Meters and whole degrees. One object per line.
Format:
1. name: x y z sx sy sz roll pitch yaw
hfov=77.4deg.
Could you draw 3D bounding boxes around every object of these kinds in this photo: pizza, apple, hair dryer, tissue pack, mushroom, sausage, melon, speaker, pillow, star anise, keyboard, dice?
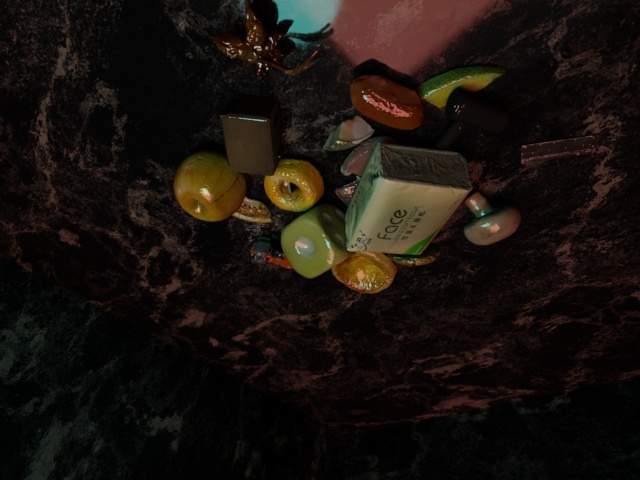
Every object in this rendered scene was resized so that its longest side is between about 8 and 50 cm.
1. pizza: -0.329 -0.140 1.740 0.271 0.056 0.134 26 143 -15
2. apple: -0.424 -0.207 1.547 0.286 0.232 0.286 14 149 9
3. hair dryer: 0.459 -0.369 1.314 0.197 0.089 0.251 11 153 -18
4. tissue pack: 0.295 -0.129 1.449 0.332 0.205 0.404 5 143 -12
5. mushroom: 0.635 -0.078 1.521 0.207 0.209 0.206 -27 145 -20
6. sausage: 0.212 -0.435 1.272 0.259 0.133 0.133 20 136 -9
7. melon: 0.077 -0.360 1.393 0.203 0.139 0.093 -17 106 30
8. speaker: -0.235 -0.371 1.414 0.193 0.153 0.230 7 136 6
9. pillow: 0.151 -0.163 1.621 0.118 0.043 0.185 -21 123 27
10. star anise: -0.153 -0.580 1.191 0.347 0.148 0.237 18 139 9
11. keyboard: 0.800 -0.309 1.344 0.231 0.023 0.072 -6 126 17
12. dice: 0.000 0.000 1.629 0.227 0.233 0.238 -34 87 35
13. melon: 0.439 -0.475 1.235 0.262 0.053 0.114 -12 139 23

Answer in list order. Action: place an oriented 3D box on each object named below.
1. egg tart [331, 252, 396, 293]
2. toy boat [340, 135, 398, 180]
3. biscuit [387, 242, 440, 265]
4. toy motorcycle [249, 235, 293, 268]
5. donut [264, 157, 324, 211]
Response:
1. egg tart: 0.199 0.110 1.828 0.319 0.128 0.318 8 136 8
2. toy boat: 0.181 -0.304 1.448 0.155 0.084 0.227 19 145 -32
3. biscuit: 0.385 0.050 1.665 0.226 0.226 0.042 -2 113 15
4. toy motorcycle: -0.164 0.072 1.864 0.326 0.147 0.221 14 159 -10
5. donut: -0.109 -0.218 1.581 0.254 0.118 0.253 18 143 14
